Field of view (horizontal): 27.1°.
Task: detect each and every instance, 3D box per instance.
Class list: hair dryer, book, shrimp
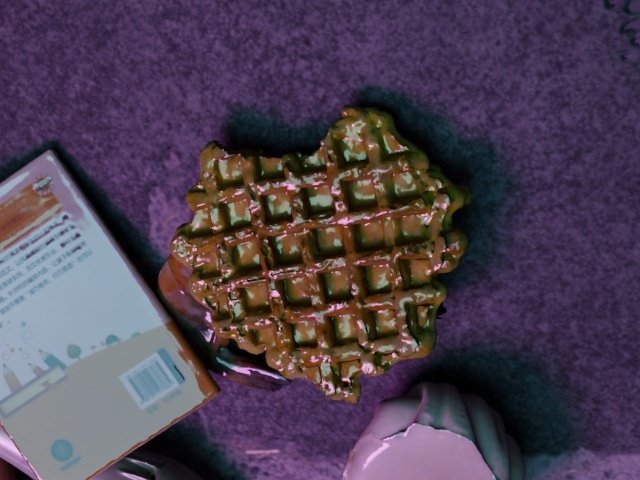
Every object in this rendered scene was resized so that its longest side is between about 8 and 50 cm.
[{"bbox_3d":[-0.269,0.284,1.443,0.298,0.119,0.296,-27,117,35],"label":"hair dryer"},{"bbox_3d":[-0.266,0.087,1.324,0.208,0.020,0.295,-33,94,7],"label":"book"},{"bbox_3d":[-0.024,0.085,1.297,0.296,0.058,0.169,9,127,17],"label":"shrimp"}]

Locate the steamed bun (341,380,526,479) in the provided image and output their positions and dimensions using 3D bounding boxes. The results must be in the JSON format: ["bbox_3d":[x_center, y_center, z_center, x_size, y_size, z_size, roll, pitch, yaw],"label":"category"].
[{"bbox_3d":[0.113,0.218,1.290,0.183,0.106,0.183,6,120,11],"label":"steamed bun"}]

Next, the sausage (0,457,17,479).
[{"bbox_3d":[-0.394,0.326,1.505,0.121,0.121,0.304,5,118,16],"label":"sausage"}]

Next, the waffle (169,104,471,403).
[{"bbox_3d":[0.001,0.000,1.204,0.291,0.051,0.291,2,95,18],"label":"waffle"}]
